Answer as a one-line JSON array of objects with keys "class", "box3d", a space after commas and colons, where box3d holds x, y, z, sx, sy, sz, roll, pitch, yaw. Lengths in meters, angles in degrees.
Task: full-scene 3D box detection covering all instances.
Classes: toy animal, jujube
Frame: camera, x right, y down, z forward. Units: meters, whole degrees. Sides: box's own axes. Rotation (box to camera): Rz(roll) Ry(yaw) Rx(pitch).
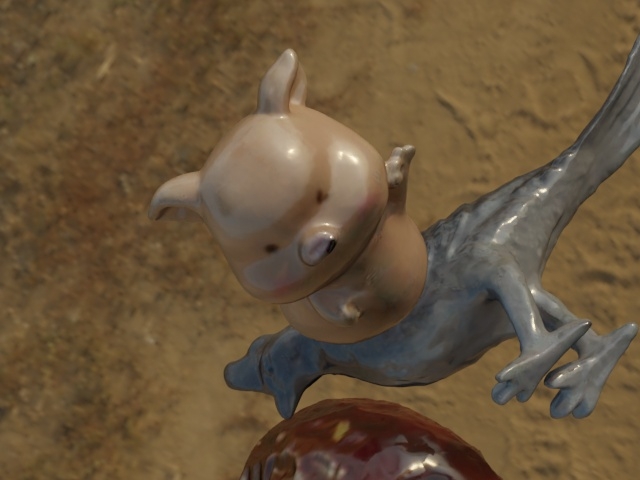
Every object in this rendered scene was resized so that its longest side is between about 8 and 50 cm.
[{"class": "toy animal", "box3d": [0.104, 0.024, 0.935, 0.367, 0.081, 0.206, -38, 35, 7]}, {"class": "jujube", "box3d": [0.044, 0.229, 1.238, 0.318, 0.223, 0.223, 142, 146, -74]}, {"class": "toy animal", "box3d": [-0.004, -0.003, 0.678, 0.089, 0.150, 0.083, 17, 62, 41]}]
